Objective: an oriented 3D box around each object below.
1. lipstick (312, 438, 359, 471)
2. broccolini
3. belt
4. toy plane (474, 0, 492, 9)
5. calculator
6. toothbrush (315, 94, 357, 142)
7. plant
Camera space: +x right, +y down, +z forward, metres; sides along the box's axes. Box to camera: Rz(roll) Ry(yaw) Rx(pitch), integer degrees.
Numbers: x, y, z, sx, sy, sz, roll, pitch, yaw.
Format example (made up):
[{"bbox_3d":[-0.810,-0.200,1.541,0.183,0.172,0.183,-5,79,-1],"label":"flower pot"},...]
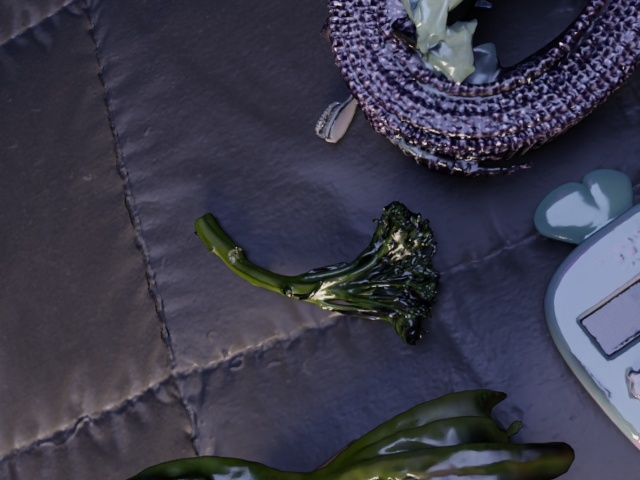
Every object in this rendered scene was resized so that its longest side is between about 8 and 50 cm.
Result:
[{"bbox_3d":[-0.010,0.232,0.535,0.145,0.045,0.045,-40,69,5],"label":"lipstick"},{"bbox_3d":[-0.008,-0.001,0.596,0.271,0.062,0.123,18,73,25],"label":"broccolini"},{"bbox_3d":[0.154,-0.218,0.528,0.260,0.122,0.325,38,99,9],"label":"belt"},{"bbox_3d":[0.166,-0.313,0.609,0.054,0.062,0.167,11,88,10],"label":"toy plane"},{"bbox_3d":[0.286,0.067,0.476,0.185,0.041,0.299,-38,69,6],"label":"calculator"},{"bbox_3d":[0.074,-0.226,0.637,0.026,0.024,0.288,28,87,38],"label":"toothbrush"},{"bbox_3d":[0.002,0.188,0.414,0.333,0.180,0.251,22,75,-8],"label":"plant"}]
